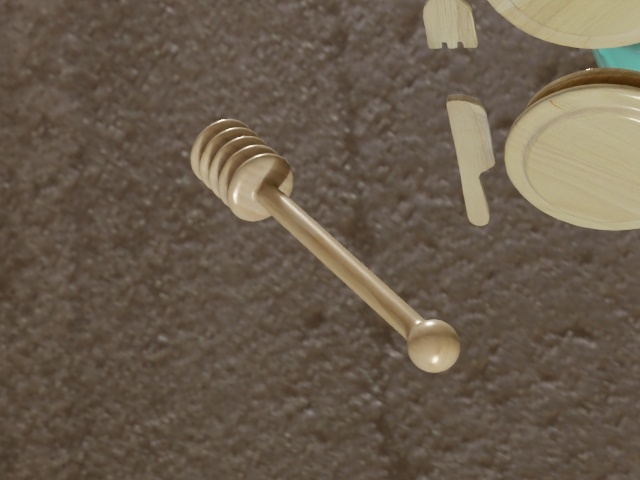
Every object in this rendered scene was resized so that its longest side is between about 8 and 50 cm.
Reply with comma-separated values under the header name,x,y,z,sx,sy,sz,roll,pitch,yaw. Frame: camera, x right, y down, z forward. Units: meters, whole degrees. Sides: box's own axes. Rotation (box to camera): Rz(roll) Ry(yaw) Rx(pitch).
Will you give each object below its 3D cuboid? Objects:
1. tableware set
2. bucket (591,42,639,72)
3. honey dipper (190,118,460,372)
name,x,y,z,sx,sy,sz,roll,pitch,yaw
tableware set,0.110,-0.078,0.530,0.128,0.194,0.039,2,51,16
bucket,0.267,-0.119,0.680,0.281,0.183,0.281,-16,30,10
honey dipper,0.000,0.000,0.506,0.030,0.030,0.160,-54,44,6
